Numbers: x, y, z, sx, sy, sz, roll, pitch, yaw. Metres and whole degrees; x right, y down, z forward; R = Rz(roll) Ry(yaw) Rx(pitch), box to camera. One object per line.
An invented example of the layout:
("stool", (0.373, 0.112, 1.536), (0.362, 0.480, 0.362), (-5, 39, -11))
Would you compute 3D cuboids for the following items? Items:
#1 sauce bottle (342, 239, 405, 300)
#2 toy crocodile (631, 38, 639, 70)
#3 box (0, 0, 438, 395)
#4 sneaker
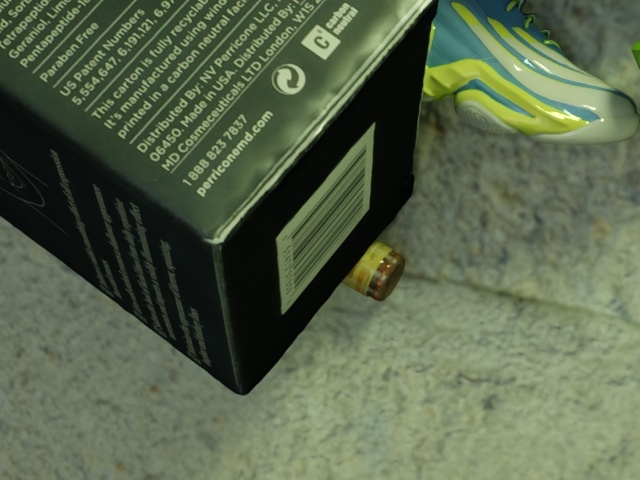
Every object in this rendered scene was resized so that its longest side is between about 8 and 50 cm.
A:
("sauce bottle", (0.000, 0.000, 1.130), (0.128, 0.042, 0.042), (28, 110, 18))
("toy crocodile", (0.359, -0.144, 0.913), (0.340, 0.105, 0.115), (-8, 97, 24))
("box", (-0.145, -0.126, 0.997), (0.395, 0.293, 0.212), (35, 72, 13))
("sneaker", (0.109, -0.146, 1.027), (0.240, 0.091, 0.126), (19, 106, 20))
